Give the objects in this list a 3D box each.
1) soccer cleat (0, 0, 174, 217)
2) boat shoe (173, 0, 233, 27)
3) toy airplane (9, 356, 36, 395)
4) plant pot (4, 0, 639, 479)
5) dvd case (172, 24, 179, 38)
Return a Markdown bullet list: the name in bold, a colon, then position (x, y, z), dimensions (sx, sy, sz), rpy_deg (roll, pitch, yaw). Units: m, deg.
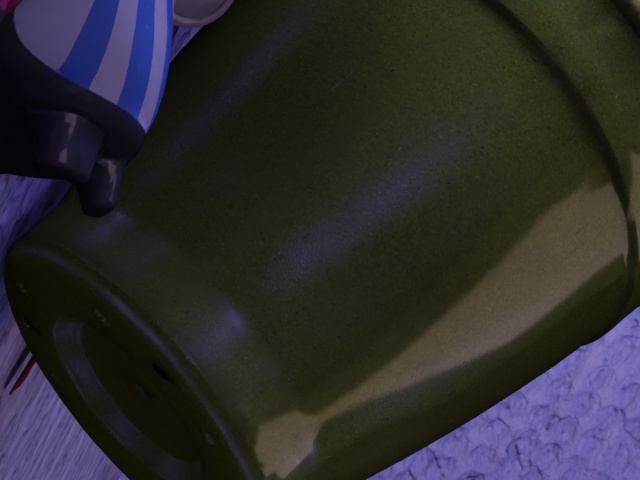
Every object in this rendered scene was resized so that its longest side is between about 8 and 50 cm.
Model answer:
- **soccer cleat**: position (-0.096, -0.107, 0.372), dimensions (0.331, 0.116, 0.143), rpy_deg (103, -8, -78)
- **boat shoe**: position (-0.056, -0.219, 0.804), dimensions (0.065, 0.075, 0.206), rpy_deg (46, -57, 45)
- **toy airplane**: position (-0.193, 0.050, 1.177), dimensions (0.151, 0.028, 0.151), rpy_deg (-64, 180, 0)
- **plant pot**: position (0.000, 0.000, 0.989), dimensions (0.353, 0.366, 0.366), rpy_deg (-40, 169, -26)
- **dvd case**: position (-0.084, -0.184, 0.996), dimensions (0.087, 0.013, 0.119), rpy_deg (-62, 178, -25)
